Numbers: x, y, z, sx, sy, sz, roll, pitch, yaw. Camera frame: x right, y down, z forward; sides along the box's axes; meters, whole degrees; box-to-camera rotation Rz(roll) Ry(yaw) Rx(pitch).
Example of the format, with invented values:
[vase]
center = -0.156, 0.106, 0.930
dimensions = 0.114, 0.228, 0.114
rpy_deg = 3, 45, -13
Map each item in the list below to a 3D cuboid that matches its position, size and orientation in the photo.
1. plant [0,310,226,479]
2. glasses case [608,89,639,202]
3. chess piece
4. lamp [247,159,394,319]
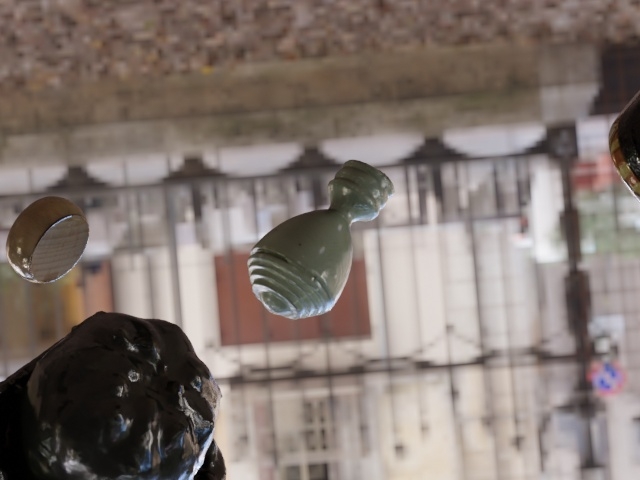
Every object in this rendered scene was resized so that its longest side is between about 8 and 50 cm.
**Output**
[plant]
center = -0.153, 0.143, 1.124
dimensions = 0.164, 0.142, 0.256
rpy_deg = -36, 174, -42
[glasses case]
center = 0.364, -0.125, 1.629
dimensions = 0.082, 0.122, 0.321
rpy_deg = -36, -175, 48
[chess piece]
center = -0.252, 0.000, 1.656
dimensions = 0.038, 0.084, 0.083
rpy_deg = 33, -164, 24
[lamp]
center = 0.000, 0.000, 1.886
dimensions = 0.193, 0.106, 0.106
rpy_deg = -53, -157, -24
